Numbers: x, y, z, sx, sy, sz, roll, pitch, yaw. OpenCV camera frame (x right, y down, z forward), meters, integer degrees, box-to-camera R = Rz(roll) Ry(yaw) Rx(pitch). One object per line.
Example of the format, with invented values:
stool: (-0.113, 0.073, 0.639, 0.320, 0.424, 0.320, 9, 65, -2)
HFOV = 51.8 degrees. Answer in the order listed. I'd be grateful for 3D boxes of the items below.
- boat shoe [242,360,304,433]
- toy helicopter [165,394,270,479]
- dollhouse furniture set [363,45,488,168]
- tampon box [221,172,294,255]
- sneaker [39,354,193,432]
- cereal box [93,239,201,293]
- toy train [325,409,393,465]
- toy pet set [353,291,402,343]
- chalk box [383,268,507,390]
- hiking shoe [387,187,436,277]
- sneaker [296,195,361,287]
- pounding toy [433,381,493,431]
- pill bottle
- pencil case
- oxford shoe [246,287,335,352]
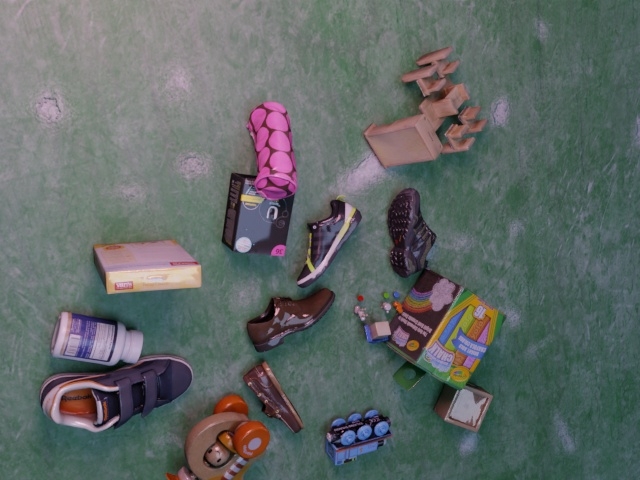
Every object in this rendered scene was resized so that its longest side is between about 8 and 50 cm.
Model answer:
boat shoe: (-0.113, 0.386, 1.580, 0.073, 0.073, 0.207, -34, 107, -12)
toy helicopter: (-0.229, 0.553, 1.538, 0.235, 0.140, 0.355, -24, 124, -24)
dollhouse furniture set: (0.243, -0.293, 1.561, 0.242, 0.161, 0.212, -50, 119, -30)
tampon box: (-0.137, -0.057, 1.440, 0.120, 0.101, 0.161, 5, 101, -24)
sneaker: (-0.419, 0.330, 1.397, 0.321, 0.127, 0.126, -7, 104, -24)
cereal box: (-0.346, 0.048, 1.294, 0.173, 0.240, 0.047, -3, 104, -23)
toy train: (0.099, 0.507, 1.701, 0.184, 0.080, 0.105, -7, 115, -25)
toy pet set: (0.143, 0.197, 1.666, 0.122, 0.065, 0.114, -2, 68, -27)
chalk box: (0.292, 0.250, 1.667, 0.179, 0.180, 0.289, 33, 89, -27)
hiking shoe: (0.232, -0.025, 1.637, 0.114, 0.086, 0.227, -13, 114, -35)
sneaker: (0.000, 0.000, 1.545, 0.097, 0.084, 0.234, 36, 85, -3)
pounding toy: (0.397, 0.459, 1.821, 0.141, 0.100, 0.130, 23, 92, -16)
pill bottle: (-0.461, 0.208, 1.364, 0.169, 0.094, 0.094, 16, 96, -27)
pencil case: (-0.103, -0.182, 1.369, 0.098, 0.209, 0.095, -18, 144, 15)
oxford shoe: (-0.068, 0.165, 1.539, 0.227, 0.083, 0.096, -30, 108, -16)
